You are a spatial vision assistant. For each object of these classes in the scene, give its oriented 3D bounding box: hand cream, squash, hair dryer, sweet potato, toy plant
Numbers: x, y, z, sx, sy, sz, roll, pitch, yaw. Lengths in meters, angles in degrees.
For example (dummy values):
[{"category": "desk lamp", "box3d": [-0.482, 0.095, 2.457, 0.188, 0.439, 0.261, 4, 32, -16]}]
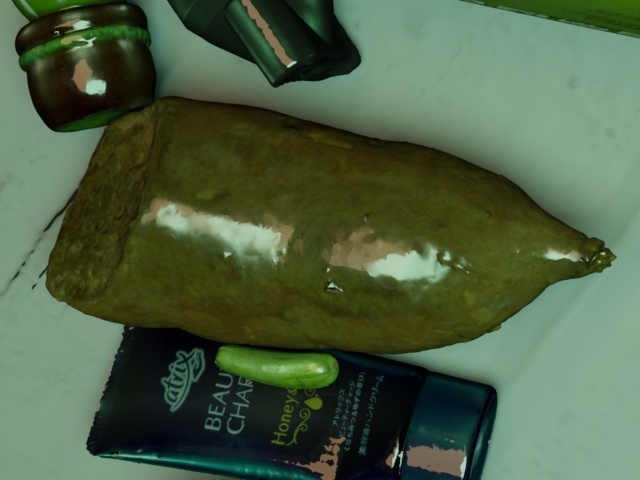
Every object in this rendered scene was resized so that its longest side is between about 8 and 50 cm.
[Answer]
[{"category": "hand cream", "box3d": [-0.021, 0.115, 1.044, 0.271, 0.061, 0.120, 9, 71, 19]}, {"category": "squash", "box3d": [-0.029, 0.083, 1.017, 0.089, 0.027, 0.027, 4, 94, 27]}, {"category": "hair dryer", "box3d": [0.010, -0.260, 1.005, 0.302, 0.116, 0.244, -36, 85, 8]}, {"category": "sweet potato", "box3d": [0.000, 0.000, 0.996, 0.370, 0.158, 0.157, 10, 95, 9]}, {"category": "toy plant", "box3d": [-0.168, -0.160, 1.060, 0.093, 0.093, 0.162, -13, 89, 17]}]

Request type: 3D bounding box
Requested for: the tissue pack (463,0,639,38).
[{"category": "tissue pack", "box3d": [0.156, -0.211, 0.865, 0.275, 0.200, 0.167, 11, 90, -1]}]
